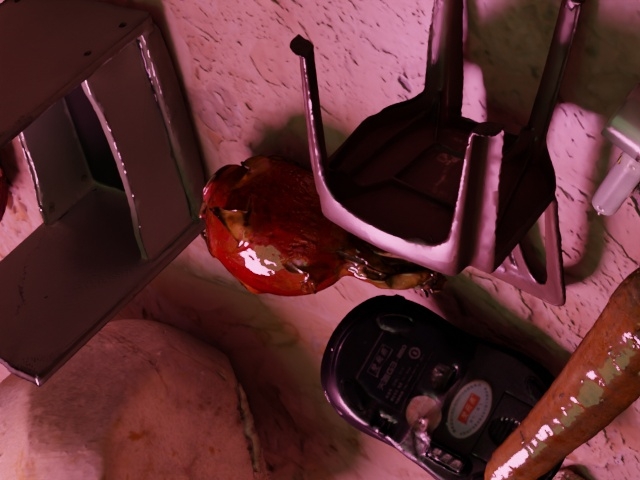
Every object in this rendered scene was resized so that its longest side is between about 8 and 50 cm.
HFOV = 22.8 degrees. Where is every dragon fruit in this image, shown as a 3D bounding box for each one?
[{"bbox_3d":[0.000,0.000,1.410,0.246,0.125,0.125,21,130,16],"label":"dragon fruit"}]

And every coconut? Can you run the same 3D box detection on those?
[{"bbox_3d":[-0.223,0.266,1.711,0.346,0.346,0.360,52,143,-13],"label":"coconut"}]

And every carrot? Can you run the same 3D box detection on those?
[{"bbox_3d":[0.208,0.133,1.288,0.078,0.078,0.298,40,123,5],"label":"carrot"}]

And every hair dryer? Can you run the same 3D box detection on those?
[{"bbox_3d":[0.237,-0.051,1.175,0.082,0.047,0.137,37,151,7],"label":"hair dryer"}]

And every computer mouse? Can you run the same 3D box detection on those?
[{"bbox_3d":[0.114,0.142,1.426,0.233,0.137,0.096,33,174,8],"label":"computer mouse"}]

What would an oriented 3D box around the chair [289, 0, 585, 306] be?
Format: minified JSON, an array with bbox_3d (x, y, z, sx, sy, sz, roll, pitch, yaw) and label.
[{"bbox_3d":[0.094,-0.037,1.209,0.176,0.183,0.326,25,141,25],"label":"chair"}]

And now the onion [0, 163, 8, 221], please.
[{"bbox_3d":[-0.451,-0.084,1.737,0.230,0.163,0.230,5,153,3],"label":"onion"}]

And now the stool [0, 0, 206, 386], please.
[{"bbox_3d":[-0.262,-0.057,1.461,0.170,0.269,0.243,17,137,33],"label":"stool"}]

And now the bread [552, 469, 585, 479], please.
[{"bbox_3d":[0.235,0.256,1.507,0.083,0.035,0.070,49,146,-13],"label":"bread"}]
